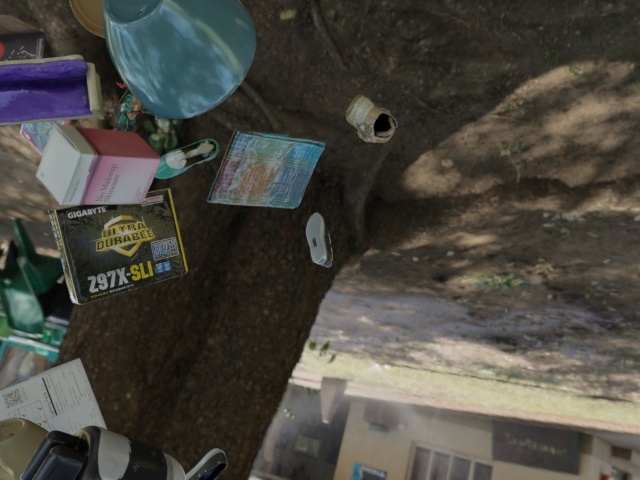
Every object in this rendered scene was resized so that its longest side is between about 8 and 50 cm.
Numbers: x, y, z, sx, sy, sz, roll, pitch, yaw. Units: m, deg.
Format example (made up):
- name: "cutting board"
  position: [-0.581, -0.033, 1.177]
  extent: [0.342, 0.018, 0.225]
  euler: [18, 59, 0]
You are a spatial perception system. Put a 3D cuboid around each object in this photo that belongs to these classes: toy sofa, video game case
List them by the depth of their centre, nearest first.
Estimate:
- name: "toy sofa"
  position: [-0.853, -0.440, 1.673]
  extent: [0.362, 0.150, 0.177]
  euler: [-7, 177, -9]
- name: "video game case"
  position: [-1.058, -0.460, 2.155]
  extent: [0.204, 0.025, 0.285]
  euler: [41, 125, 7]

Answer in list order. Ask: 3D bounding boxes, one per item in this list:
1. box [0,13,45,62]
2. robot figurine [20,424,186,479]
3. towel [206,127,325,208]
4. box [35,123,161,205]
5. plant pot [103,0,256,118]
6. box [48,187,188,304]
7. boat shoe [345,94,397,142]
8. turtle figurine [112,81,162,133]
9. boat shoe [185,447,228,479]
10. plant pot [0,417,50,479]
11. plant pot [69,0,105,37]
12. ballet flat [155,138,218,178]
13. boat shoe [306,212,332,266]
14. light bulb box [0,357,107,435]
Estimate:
- name: "box"
  position: [-1.149, -0.580, 1.925]
  extent: [0.178, 0.312, 0.344]
  euler: [29, 120, 10]
- name: "robot figurine"
  position: [-0.369, 0.435, 0.976]
  extent: [0.173, 0.209, 0.278]
  euler: [-38, 125, 22]
- name: "towel"
  position: [-0.168, -0.223, 1.823]
  extent: [0.370, 0.272, 0.040]
  euler: [-1, -143, -45]
- name: "box"
  position: [-0.533, -0.178, 1.355]
  extent: [0.127, 0.149, 0.232]
  euler: [42, -155, 23]
- name: "plant pot"
  position: [-0.293, -0.408, 1.064]
  extent: [0.289, 0.291, 0.195]
  euler: [9, 168, 20]
- name: "box"
  position: [-0.549, 0.009, 1.543]
  extent: [0.321, 0.258, 0.079]
  euler: [-16, -169, -39]
- name: "boat shoe"
  position: [0.187, -0.371, 1.821]
  extent: [0.110, 0.122, 0.341]
  euler: [34, -168, 20]
- name: "turtle figurine"
  position: [-0.576, -0.402, 1.736]
  extent: [0.118, 0.234, 0.175]
  euler: [44, -153, 19]
- name: "boat shoe"
  position: [-0.376, 0.761, 1.747]
  extent: [0.076, 0.228, 0.080]
  euler: [31, 162, 51]
- name: "plant pot"
  position: [-0.791, 0.569, 1.416]
  extent: [0.283, 0.191, 0.284]
  euler: [-9, -166, 2]
- name: "plant pot"
  position: [-0.576, -0.680, 1.541]
  extent: [0.032, 0.236, 0.236]
  euler: [42, -178, 38]
- name: "ballet flat"
  position: [-0.447, -0.284, 1.866]
  extent: [0.083, 0.247, 0.087]
  euler: [60, 151, 1]
- name: "boat shoe"
  position: [0.000, 0.000, 2.024]
  extent: [0.077, 0.220, 0.070]
  euler: [-31, 139, 32]
- name: "light bulb box"
  position: [-1.102, 0.715, 2.265]
  extent: [0.360, 0.358, 0.225]
  euler: [-20, 176, -30]
